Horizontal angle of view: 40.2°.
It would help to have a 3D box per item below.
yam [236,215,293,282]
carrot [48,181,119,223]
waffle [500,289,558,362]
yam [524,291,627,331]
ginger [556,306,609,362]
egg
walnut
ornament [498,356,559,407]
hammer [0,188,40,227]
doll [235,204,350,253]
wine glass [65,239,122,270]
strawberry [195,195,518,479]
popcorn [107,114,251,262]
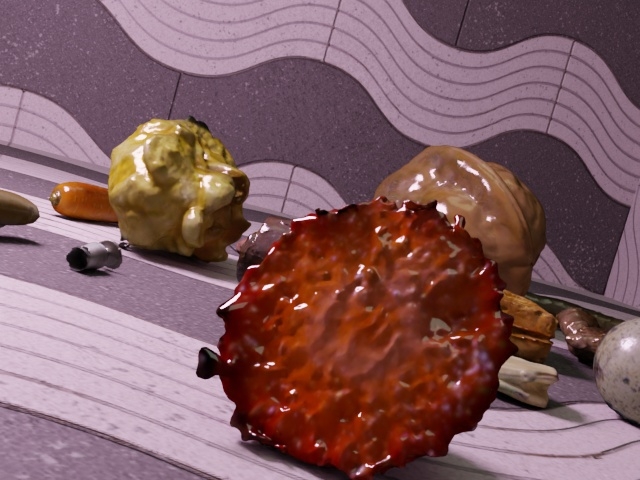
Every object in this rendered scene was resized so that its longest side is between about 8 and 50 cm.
[{"bbox_3d":[0.029,0.050,1.244,0.280,0.131,0.131,18,5,15],"label":"yam"},{"bbox_3d":[-0.393,-0.064,1.582,0.067,0.067,0.225,19,4,35],"label":"carrot"},{"bbox_3d":[0.210,0.103,1.438,0.328,0.098,0.224,15,6,4],"label":"waffle"},{"bbox_3d":[0.535,0.165,1.950,0.318,0.067,0.071,17,-8,4],"label":"yam"},{"bbox_3d":[0.491,0.173,1.588,0.122,0.084,0.290,10,3,8],"label":"ginger"},{"bbox_3d":[0.435,0.174,1.100,0.182,0.141,0.141,28,10,27],"label":"egg"},{"bbox_3d":[0.279,-0.018,1.823,0.384,0.383,0.383,16,5,-1],"label":"walnut"},{"bbox_3d":[0.197,0.149,1.110,0.201,0.059,0.180,20,4,13],"label":"ornament"},{"bbox_3d":[-0.462,-0.055,1.070,0.202,0.113,0.305,21,1,23],"label":"hammer"},{"bbox_3d":[0.000,0.000,1.642,0.304,0.156,0.201,10,8,-20],"label":"doll"},{"bbox_3d":[-0.286,0.022,1.110,0.039,0.042,0.083,-22,-1,14],"label":"wine glass"},{"bbox_3d":[0.037,0.098,0.697,0.234,0.233,0.178,17,-23,20],"label":"strawberry"},{"bbox_3d":[-0.228,-0.074,1.414,0.252,0.215,0.286,49,14,11],"label":"popcorn"}]
